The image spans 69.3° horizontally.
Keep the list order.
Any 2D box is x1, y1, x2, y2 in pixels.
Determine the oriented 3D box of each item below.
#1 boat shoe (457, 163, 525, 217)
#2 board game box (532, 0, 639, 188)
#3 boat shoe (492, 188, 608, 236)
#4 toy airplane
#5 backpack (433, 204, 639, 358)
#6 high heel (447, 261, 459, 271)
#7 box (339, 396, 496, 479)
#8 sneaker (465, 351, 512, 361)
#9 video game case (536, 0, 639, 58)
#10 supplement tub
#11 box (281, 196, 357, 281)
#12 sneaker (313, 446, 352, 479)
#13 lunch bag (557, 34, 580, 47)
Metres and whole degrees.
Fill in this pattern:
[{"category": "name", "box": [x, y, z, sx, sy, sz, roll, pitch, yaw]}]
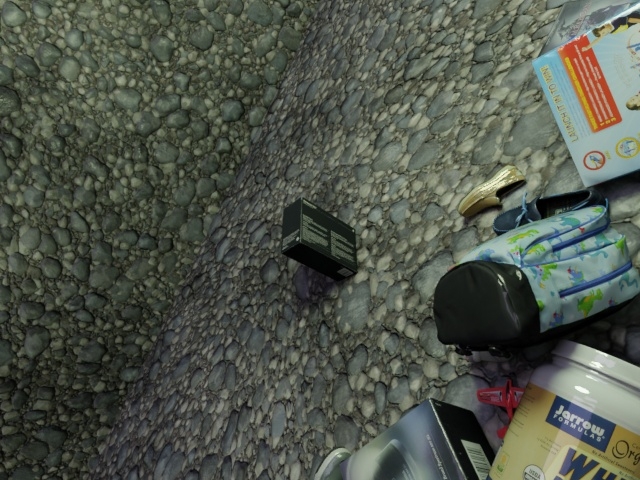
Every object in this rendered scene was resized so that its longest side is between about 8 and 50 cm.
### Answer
[{"category": "boat shoe", "box": [0.454, -0.119, 1.232, 0.190, 0.068, 0.072, -44, 50, 23]}, {"category": "board game box", "box": [0.647, -0.306, 0.943, 0.301, 0.086, 0.309, -22, 91, 42]}, {"category": "boat shoe", "box": [0.522, -0.076, 1.090, 0.258, 0.089, 0.109, -23, 49, 41]}, {"category": "toy airplane", "box": [0.406, 0.360, 0.986, 0.151, 0.028, 0.151, -32, 44, 37]}, {"category": "backpack", "box": [0.423, 0.073, 0.885, 0.290, 0.354, 0.274, 128, 139, -73]}, {"category": "high heel", "box": [0.423, 0.075, 1.125, 0.244, 0.082, 0.117, -30, 55, 30]}, {"category": "box", "box": [0.225, 0.545, 0.955, 0.294, 0.182, 0.296, -47, 37, 22]}, {"category": "sneaker", "box": [0.403, 0.162, 1.055, 0.111, 0.103, 0.253, 10, 91, 19]}, {"category": "video game case", "box": [0.734, -0.563, 1.219, 0.274, 0.026, 0.196, 23, 85, 54]}, {"category": "supplement tub", "box": [0.437, 0.351, 0.777, 0.228, 0.228, 0.317, 19, 82, 55]}, {"category": "box", "box": [0.000, 0.000, 1.547, 0.103, 0.261, 0.185, -29, 45, 38]}, {"category": "sneaker", "box": [0.043, 0.684, 1.133, 0.178, 0.123, 0.296, 13, 85, 59]}, {"category": "lunch bag", "box": [0.659, -0.445, 1.165, 0.151, 0.096, 0.129, -58, 40, 5]}]
